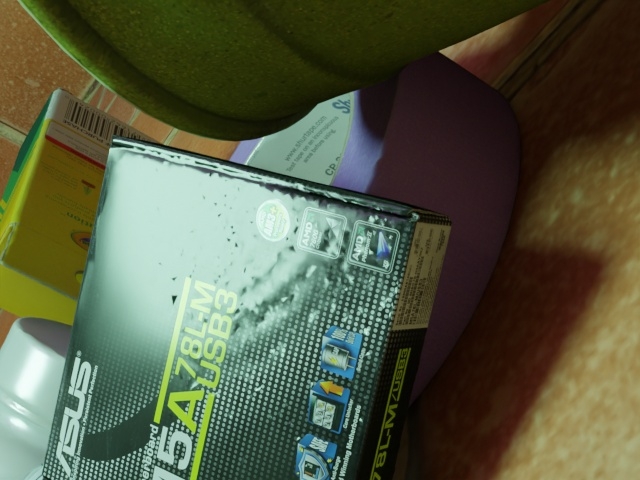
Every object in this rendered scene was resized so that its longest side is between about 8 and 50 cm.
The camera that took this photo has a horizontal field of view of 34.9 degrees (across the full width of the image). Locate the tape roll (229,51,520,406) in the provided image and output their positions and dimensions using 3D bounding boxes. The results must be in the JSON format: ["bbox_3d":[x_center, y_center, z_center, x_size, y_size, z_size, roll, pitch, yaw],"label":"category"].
[{"bbox_3d":[0.000,0.000,0.638,0.275,0.090,0.274,-49,23,30],"label":"tape roll"}]

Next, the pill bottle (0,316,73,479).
[{"bbox_3d":[-0.205,0.208,0.710,0.283,0.161,0.161,-66,21,0],"label":"pill bottle"}]

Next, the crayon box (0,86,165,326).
[{"bbox_3d":[-0.178,0.003,0.886,0.081,0.202,0.318,-53,21,21],"label":"crayon box"}]

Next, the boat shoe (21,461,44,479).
[{"bbox_3d":[-0.169,0.274,0.574,0.094,0.109,0.302,169,110,-73],"label":"boat shoe"}]

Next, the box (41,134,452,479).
[{"bbox_3d":[-0.044,0.058,0.492,0.184,0.045,0.190,16,96,30],"label":"box"}]

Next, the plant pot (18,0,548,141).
[{"bbox_3d":[0.076,-0.257,0.399,0.353,0.366,0.366,-12,47,28],"label":"plant pot"}]
